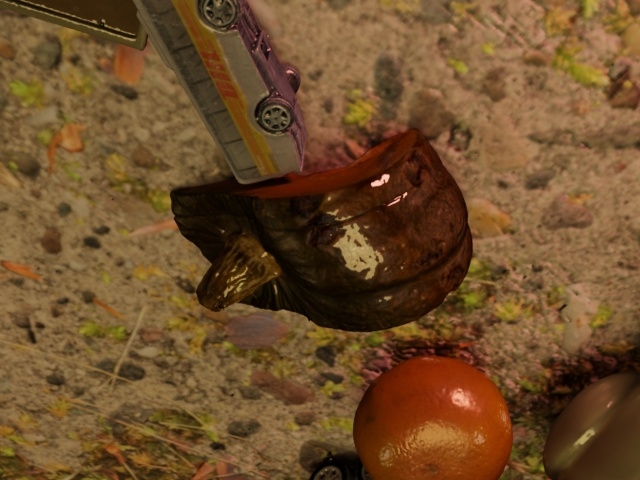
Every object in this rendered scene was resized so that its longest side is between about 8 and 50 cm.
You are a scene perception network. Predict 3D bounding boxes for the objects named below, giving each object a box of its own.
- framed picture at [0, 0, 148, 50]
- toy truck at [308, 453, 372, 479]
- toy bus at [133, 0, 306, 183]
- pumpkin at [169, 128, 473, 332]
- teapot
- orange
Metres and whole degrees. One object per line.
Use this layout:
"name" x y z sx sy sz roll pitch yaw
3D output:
"framed picture" -0.206 -0.230 0.474 0.203 0.015 0.150 15 124 -10
"toy truck" 0.016 0.374 0.793 0.363 0.178 0.176 -24 121 19
"toy bus" -0.067 -0.131 0.508 0.075 0.064 0.190 -16 128 18
"pumpkin" -0.005 0.003 0.565 0.248 0.126 0.131 -18 120 13
"teapot" 0.264 0.228 0.643 0.318 0.149 0.220 -9 132 -47
"orange" 0.111 0.187 0.692 0.156 0.124 0.156 2 112 6
